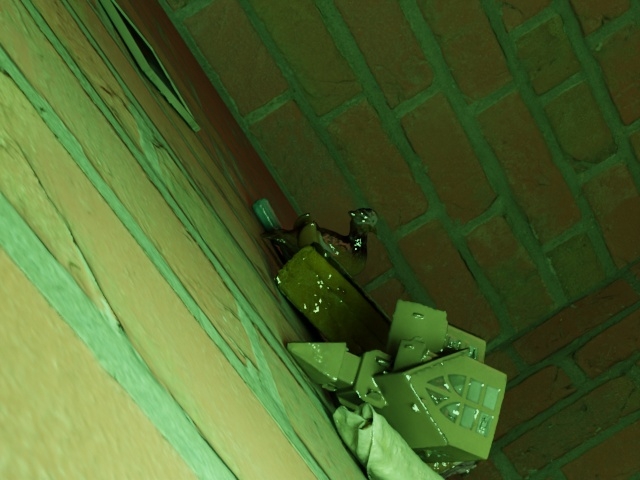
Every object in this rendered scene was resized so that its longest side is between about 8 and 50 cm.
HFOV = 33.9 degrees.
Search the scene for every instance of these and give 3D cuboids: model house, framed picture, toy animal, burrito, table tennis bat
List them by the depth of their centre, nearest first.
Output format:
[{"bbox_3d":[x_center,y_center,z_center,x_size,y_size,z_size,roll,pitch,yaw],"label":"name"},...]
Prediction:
[{"bbox_3d":[0.092,0.266,1.192,0.087,0.060,0.226,-1,-43,52],"label":"burrito"},{"bbox_3d":[0.070,0.147,1.233,0.248,0.176,0.180,26,-23,-24],"label":"model house"},{"bbox_3d":[-0.265,-0.279,1.600,0.184,0.016,0.250,58,2,19],"label":"framed picture"},{"bbox_3d":[0.000,0.000,1.763,0.188,0.179,0.089,29,11,-22],"label":"toy animal"},{"bbox_3d":[-0.064,0.013,1.894,0.201,0.033,0.124,60,0,-4],"label":"table tennis bat"}]

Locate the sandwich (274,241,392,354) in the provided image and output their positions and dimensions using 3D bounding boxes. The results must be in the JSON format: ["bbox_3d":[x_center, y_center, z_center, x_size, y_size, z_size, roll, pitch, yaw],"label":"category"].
[{"bbox_3d":[0.063,0.137,1.585,0.249,0.095,0.273,46,-1,16],"label":"sandwich"}]

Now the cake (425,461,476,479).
[{"bbox_3d":[0.124,0.292,1.722,0.295,0.112,0.116,46,-10,29],"label":"cake"}]
